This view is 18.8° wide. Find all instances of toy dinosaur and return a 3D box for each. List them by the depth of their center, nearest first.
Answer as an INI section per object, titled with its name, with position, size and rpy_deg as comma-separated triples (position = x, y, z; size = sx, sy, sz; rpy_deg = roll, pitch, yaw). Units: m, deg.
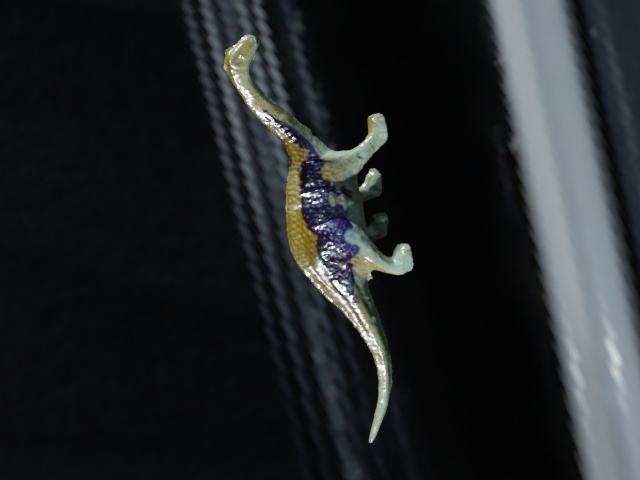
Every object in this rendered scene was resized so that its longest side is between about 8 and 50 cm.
[toy dinosaur]
position = 0.013, -0.006, 0.824
size = 0.058, 0.037, 0.180
rpy_deg = -21, -91, -8
